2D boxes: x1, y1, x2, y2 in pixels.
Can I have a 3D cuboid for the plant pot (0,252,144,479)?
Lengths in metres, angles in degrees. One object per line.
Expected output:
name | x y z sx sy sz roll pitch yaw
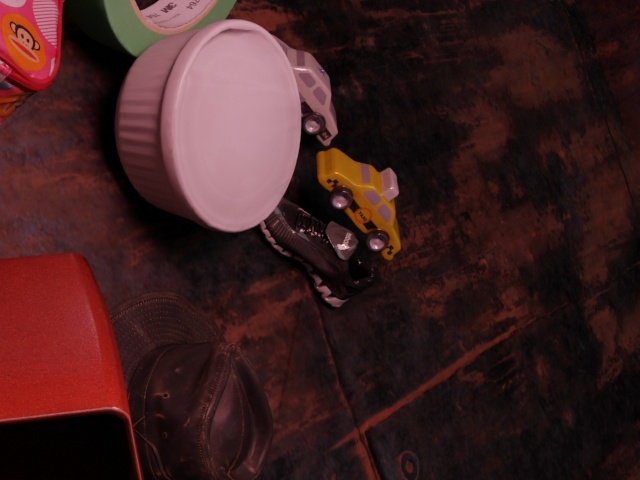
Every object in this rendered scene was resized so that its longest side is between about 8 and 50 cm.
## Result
plant pot | -0.301 0.161 1.099 0.236 0.267 0.267 -101 -172 -45

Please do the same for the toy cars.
toy cars | 0.029 -0.156 1.784 0.394 0.087 0.176 61 18 13

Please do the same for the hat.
hat | -0.143 0.212 1.423 0.331 0.134 0.331 25 56 -43

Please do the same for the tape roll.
tape roll | -0.201 -0.393 1.522 0.321 0.077 0.321 -45 148 -39

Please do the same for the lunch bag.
lunch bag | -0.407 -0.281 1.218 0.293 0.120 0.258 34 36 -38

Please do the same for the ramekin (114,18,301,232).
ramekin | -0.150 -0.151 1.530 0.273 0.127 0.273 -15 108 -54

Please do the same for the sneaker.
sneaker | 0.000 0.000 1.727 0.234 0.106 0.078 49 40 -27
